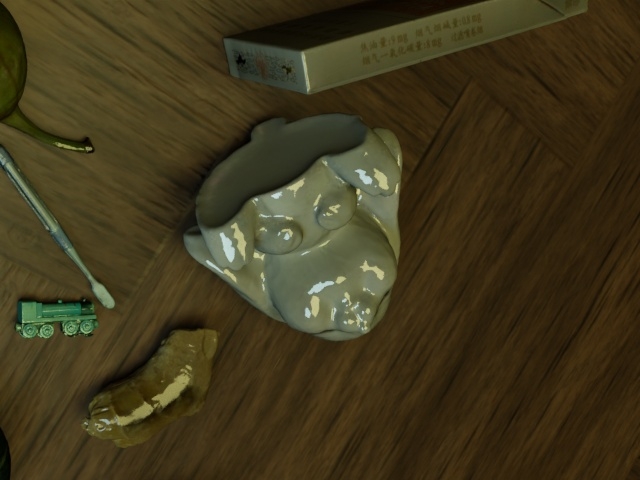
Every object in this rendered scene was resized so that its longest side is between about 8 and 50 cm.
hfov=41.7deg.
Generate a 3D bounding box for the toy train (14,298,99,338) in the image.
[{"bbox_3d":[-0.293,0.087,0.936,0.092,0.029,0.045,-1,89,-33],"label":"toy train"}]

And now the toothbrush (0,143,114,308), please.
[{"bbox_3d":[-0.287,-0.011,0.916,0.016,0.019,0.219,-38,118,-17],"label":"toothbrush"}]

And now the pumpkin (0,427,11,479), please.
[{"bbox_3d":[-0.401,0.243,0.860,0.167,0.125,0.167,-32,143,-28],"label":"pumpkin"}]

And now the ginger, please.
[{"bbox_3d":[-0.191,0.173,0.992,0.190,0.069,0.095,-35,123,-17],"label":"ginger"}]

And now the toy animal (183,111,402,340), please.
[{"bbox_3d":[0.000,0.000,0.988,0.272,0.206,0.265,-31,127,-1],"label":"toy animal"}]

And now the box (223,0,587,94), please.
[{"bbox_3d":[0.095,-0.244,0.953,0.365,0.205,0.051,-20,114,-23],"label":"box"}]

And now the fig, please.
[{"bbox_3d":[-0.313,-0.148,0.830,0.124,0.124,0.236,-52,145,-7],"label":"fig"}]
